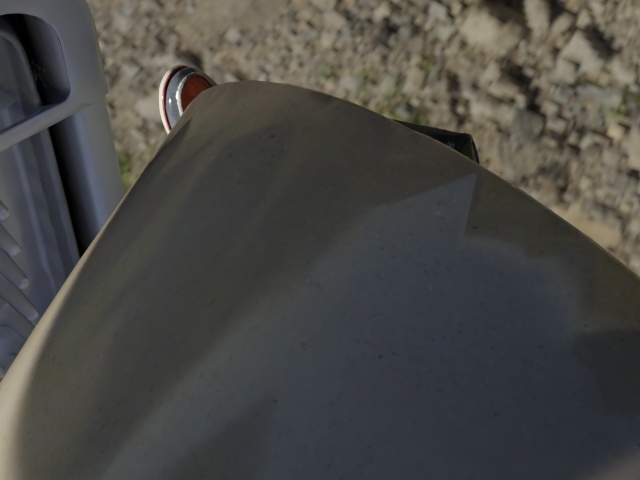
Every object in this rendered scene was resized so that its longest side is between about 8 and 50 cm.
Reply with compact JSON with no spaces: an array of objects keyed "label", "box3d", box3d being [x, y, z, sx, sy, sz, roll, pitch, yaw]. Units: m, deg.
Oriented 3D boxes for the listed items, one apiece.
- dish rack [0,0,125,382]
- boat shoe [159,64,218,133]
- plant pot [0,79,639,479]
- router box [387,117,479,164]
[{"label":"dish rack","box3d":[-0.215,0.041,0.759,0.072,0.285,0.333,41,153,31]},{"label":"boat shoe","box3d":[-0.064,-0.061,1.182,0.043,0.049,0.137,21,145,49]},{"label":"plant pot","box3d":[-0.029,0.140,0.491,0.256,0.274,0.256,36,160,15]},{"label":"router box","box3d":[0.000,0.000,0.722,0.092,0.122,0.038,15,143,27]}]
